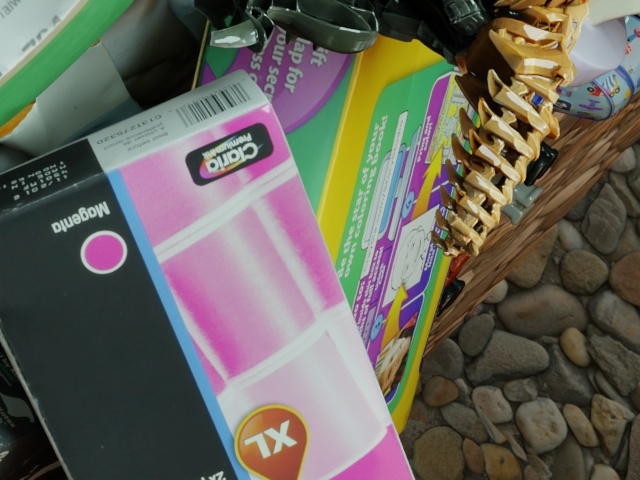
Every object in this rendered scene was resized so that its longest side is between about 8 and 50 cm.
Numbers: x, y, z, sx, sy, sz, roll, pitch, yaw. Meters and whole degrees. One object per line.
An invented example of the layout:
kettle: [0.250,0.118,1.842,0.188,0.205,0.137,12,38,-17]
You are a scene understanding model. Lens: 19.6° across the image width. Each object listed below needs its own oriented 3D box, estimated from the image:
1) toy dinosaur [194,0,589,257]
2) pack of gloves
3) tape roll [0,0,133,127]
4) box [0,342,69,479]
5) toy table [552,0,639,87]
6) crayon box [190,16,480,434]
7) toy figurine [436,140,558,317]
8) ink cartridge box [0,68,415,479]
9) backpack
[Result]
toy dinosaur: [0.064,-0.148,0.902,0.322,0.218,0.164,-101,-152,-52]
pack of gloves: [-0.082,-0.095,1.118,0.195,0.046,0.232,-41,171,1]
tape roll: [-0.158,-0.111,0.644,0.321,0.077,0.321,-41,171,-8]
box: [-0.221,0.102,1.134,0.165,0.143,0.270,-46,170,19]
toy table: [0.195,-0.210,1.201,0.161,0.252,0.274,-29,-173,22]
crayon box: [0.000,0.000,1.200,0.313,0.106,0.363,-29,137,-63]
toy figurine: [0.120,-0.049,1.863,0.209,0.148,0.213,-49,169,-9]
ink cartridge box: [-0.054,0.105,1.027,0.175,0.371,0.069,-24,-151,-6]
backpack: [0.181,-0.151,1.484,0.117,0.173,0.158,-60,174,-11]
